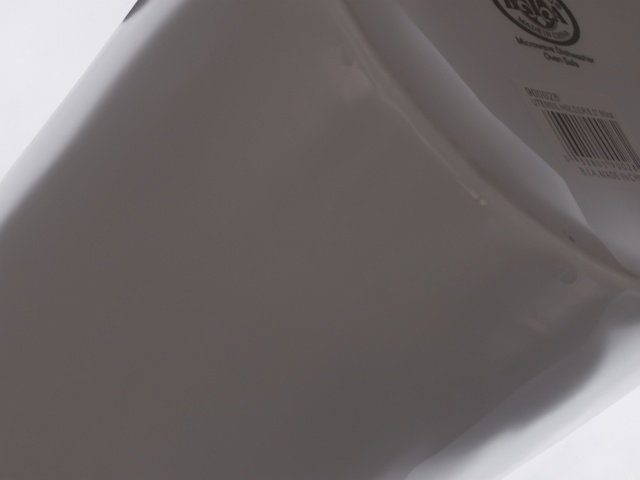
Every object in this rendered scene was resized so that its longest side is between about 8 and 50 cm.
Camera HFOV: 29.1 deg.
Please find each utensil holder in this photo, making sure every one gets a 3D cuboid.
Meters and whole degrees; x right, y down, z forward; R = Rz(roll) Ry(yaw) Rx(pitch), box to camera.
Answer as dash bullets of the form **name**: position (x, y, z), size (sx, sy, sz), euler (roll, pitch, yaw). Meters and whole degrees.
- **utensil holder**: position (0.000, 0.000, 0.669), size (0.328, 0.327, 0.385), euler (55, -51, 11)
